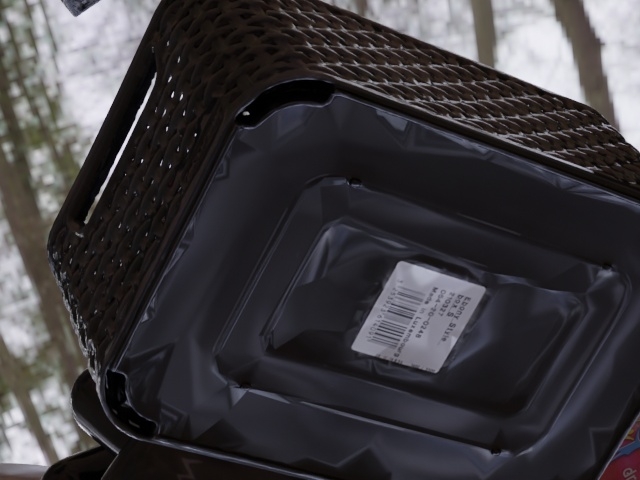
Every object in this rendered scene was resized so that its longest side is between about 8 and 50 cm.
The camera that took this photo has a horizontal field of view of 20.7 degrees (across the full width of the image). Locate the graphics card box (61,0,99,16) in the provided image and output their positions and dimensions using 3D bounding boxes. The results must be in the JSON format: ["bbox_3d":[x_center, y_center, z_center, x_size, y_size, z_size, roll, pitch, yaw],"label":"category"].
[{"bbox_3d":[-0.202,-0.390,1.476,0.232,0.371,0.094,-37,-129,-7],"label":"graphics card box"}]

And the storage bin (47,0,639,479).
[{"bbox_3d":[0.020,0.006,0.551,0.180,0.122,0.084,17,-158,-29],"label":"storage bin"}]

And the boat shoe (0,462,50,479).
[{"bbox_3d":[-0.323,0.239,1.502,0.267,0.088,0.096,-1,180,0],"label":"boat shoe"}]

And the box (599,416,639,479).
[{"bbox_3d":[0.184,0.111,0.996,0.122,0.128,0.257,-30,-142,8],"label":"box"}]

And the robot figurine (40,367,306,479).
[{"bbox_3d":[-0.001,0.157,0.778,0.278,0.209,0.173,38,-109,26],"label":"robot figurine"}]
